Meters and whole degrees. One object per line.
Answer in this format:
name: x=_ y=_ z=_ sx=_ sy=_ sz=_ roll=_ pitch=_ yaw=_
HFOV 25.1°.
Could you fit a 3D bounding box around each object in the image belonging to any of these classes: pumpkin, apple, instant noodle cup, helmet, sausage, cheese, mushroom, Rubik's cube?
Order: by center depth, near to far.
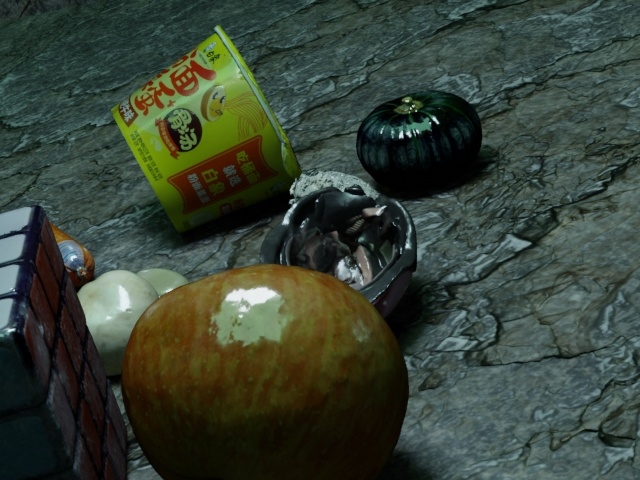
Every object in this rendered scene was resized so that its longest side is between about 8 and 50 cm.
apple: x=-0.063 y=0.173 z=1.512 sx=0.309 sy=0.277 sz=0.250 roll=-34 pitch=47 yaw=33
Rubik's cube: x=-0.418 y=0.208 z=1.577 sx=0.337 sy=0.344 sz=0.344 roll=-17 pitch=22 yaw=1
helmet: x=0.025 y=0.044 z=1.877 sx=0.198 sy=0.154 sz=0.253 roll=11 pitch=50 yaw=13
mushroom: x=-0.285 y=0.117 z=1.972 sx=0.154 sy=0.122 sz=0.154 roll=-3 pitch=62 yaw=5
cheese: x=-0.213 y=0.077 z=2.094 sx=0.192 sy=0.037 sz=0.097 roll=3 pitch=32 yaw=40
pumpkin: x=0.152 y=-0.161 z=2.246 sx=0.202 sy=0.140 sz=0.202 roll=-17 pitch=24 yaw=8
sausage: x=-0.419 y=0.024 z=2.309 sx=0.071 sy=0.071 sz=0.234 roll=-26 pitch=25 yaw=-20
instant noodle cup: x=-0.186 y=-0.161 z=2.321 sx=0.221 sy=0.311 sz=0.311 roll=-30 pitch=25 yaw=-3

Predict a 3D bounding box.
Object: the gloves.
gloves: x=0.022 y=-0.070 z=2.172 sx=0.114 sy=0.070 sz=0.153 roll=14 pitch=4 yaw=-30
